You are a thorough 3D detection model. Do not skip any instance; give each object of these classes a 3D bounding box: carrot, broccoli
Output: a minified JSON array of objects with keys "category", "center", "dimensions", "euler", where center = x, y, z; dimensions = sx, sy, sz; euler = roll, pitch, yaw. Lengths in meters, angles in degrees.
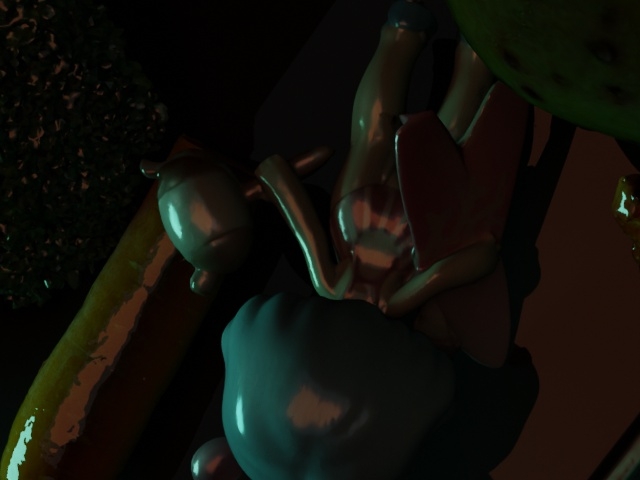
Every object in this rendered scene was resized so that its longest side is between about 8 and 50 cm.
[{"category":"carrot","center":[-0.102,0.054,0.869],"dimensions":[0.067,0.067,0.225],"euler":[32,95,20]},{"category":"broccoli","center":[-0.186,-0.080,0.877],"dimensions":[0.194,0.194,0.220],"euler":[42,123,19]}]

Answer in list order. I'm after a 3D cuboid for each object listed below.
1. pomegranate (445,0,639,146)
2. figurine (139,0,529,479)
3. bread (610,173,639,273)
[{"category":"pomegranate","center":[0.170,-0.159,0.662],"dimensions":[0.290,0.323,0.291],"euler":[-3,76,11]},{"category":"figurine","center":[0.007,0.000,0.782],"dimensions":[0.205,0.103,0.260],"euler":[18,79,-1]},{"category":"bread","center":[0.213,0.085,0.714],"dimensions":[0.095,0.139,0.269],"euler":[-44,63,34]}]
